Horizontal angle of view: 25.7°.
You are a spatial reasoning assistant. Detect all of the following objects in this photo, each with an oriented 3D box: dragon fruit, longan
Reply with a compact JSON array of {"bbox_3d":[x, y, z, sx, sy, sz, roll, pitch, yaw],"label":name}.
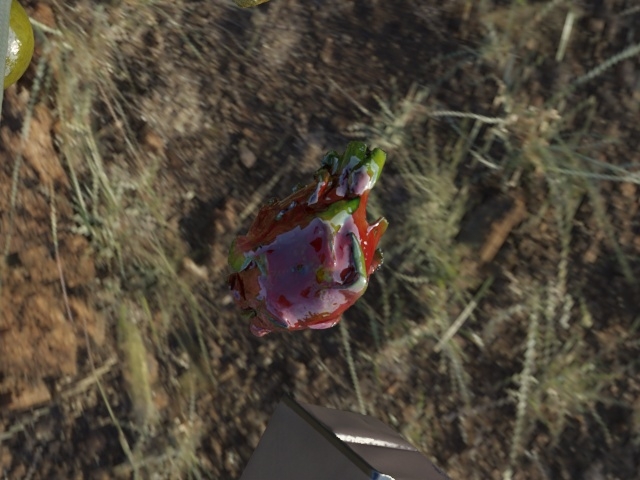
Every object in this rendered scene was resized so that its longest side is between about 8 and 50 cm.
[{"bbox_3d":[-0.012,0.000,1.855,0.198,0.200,0.269,36,54,-28],"label":"dragon fruit"},{"bbox_3d":[-0.457,-0.255,1.866,0.145,0.155,0.176,14,98,-1],"label":"longan"}]

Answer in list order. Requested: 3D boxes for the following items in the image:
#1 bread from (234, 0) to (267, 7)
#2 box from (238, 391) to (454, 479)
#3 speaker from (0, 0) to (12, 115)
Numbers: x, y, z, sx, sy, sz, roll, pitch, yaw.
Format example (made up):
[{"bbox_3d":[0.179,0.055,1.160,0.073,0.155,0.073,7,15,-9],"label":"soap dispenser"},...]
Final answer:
[{"bbox_3d":[-0.129,-0.457,1.872,0.132,0.167,0.294,-33,112,0],"label":"bread"},{"bbox_3d":[0.003,0.315,1.472,0.153,0.188,0.252,17,101,-40],"label":"box"},{"bbox_3d":[-0.293,-0.070,0.766,0.183,0.406,0.184,29,120,-29],"label":"speaker"}]
